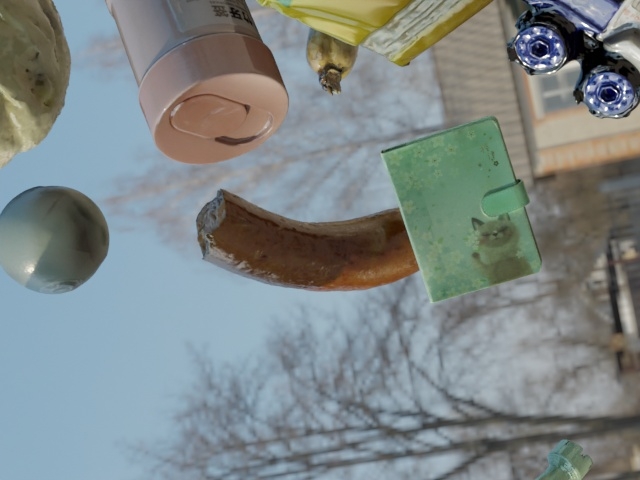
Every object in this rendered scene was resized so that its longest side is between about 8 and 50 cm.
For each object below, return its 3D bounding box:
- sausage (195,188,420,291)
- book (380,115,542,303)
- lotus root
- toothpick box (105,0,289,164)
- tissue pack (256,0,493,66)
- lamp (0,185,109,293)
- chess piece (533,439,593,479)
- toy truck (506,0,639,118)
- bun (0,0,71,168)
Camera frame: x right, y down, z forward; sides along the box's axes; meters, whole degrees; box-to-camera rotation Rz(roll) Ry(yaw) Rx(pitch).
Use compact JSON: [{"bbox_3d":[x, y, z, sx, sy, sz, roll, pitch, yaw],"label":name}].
[{"bbox_3d":[-0.001,0.005,1.368,0.076,0.302,0.103,45,123,51],"label":"sausage"},{"bbox_3d":[0.118,-0.025,1.046,0.017,0.103,0.135,-72,-36,-73],"label":"book"},{"bbox_3d":[0.016,-0.240,1.582,0.072,0.063,0.152,49,-142,-50],"label":"lotus root"},{"bbox_3d":[-0.091,-0.140,0.906,0.149,0.098,0.098,67,-173,29],"label":"toothpick box"},{"bbox_3d":[0.124,-0.381,1.155,0.228,0.382,0.293,25,-126,-28],"label":"tissue pack"},{"bbox_3d":[-0.250,-0.001,1.203,0.105,0.105,0.105,-11,-90,-76],"label":"lamp"},{"bbox_3d":[0.233,0.254,1.326,0.103,0.067,0.067,-42,-48,-23],"label":"chess piece"},{"bbox_3d":[0.322,-0.262,1.437,0.177,0.213,0.161,-55,5,43],"label":"toy truck"},{"bbox_3d":[-0.480,-0.260,1.630,0.365,0.219,0.365,9,-107,-29],"label":"bun"}]
